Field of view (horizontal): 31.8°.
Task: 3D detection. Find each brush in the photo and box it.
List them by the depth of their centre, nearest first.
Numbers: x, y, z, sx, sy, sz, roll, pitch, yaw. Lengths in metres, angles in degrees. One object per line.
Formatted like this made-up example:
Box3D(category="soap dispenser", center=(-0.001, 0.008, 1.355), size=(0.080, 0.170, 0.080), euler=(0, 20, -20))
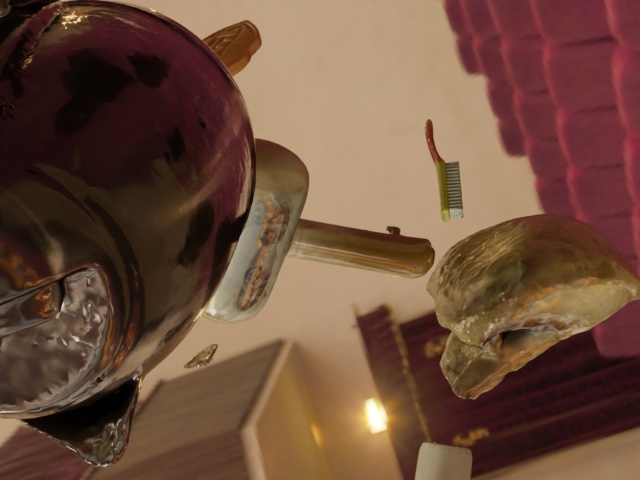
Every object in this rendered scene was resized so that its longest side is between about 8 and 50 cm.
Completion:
Box3D(category="brush", center=(0.091, -0.054, 0.819), size=(0.019, 0.021, 0.083), euler=(71, -171, -62))

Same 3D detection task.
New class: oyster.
Box3D(category="oyster", center=(-0.193, 0.194, 1.829), size=(0.019, 0.083, 0.054), euler=(53, -129, -14))

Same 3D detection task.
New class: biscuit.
Box3D(category="biscuit", center=(-0.176, -0.317, 1.918), size=(0.221, 0.142, 0.029), euler=(-60, -42, -43))

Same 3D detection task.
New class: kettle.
Box3D(category="kettle", center=(-0.170, -0.053, 0.656), size=(0.324, 0.228, 0.321), euler=(-92, -16, -72))

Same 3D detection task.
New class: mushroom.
Box3D(category="mushroom", center=(0.249, 0.053, 1.544), size=(0.212, 0.292, 0.217), euler=(28, -153, -52))

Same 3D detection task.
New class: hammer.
Box3D(category="hammer", center=(0.000, 0.000, 1.227), size=(0.202, 0.305, 0.113), euler=(-66, 34, 29))

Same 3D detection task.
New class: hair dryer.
Box3D(category="hair dryer", center=(0.138, 0.305, 1.342), size=(0.236, 0.073, 0.131), euler=(54, -137, -74))
